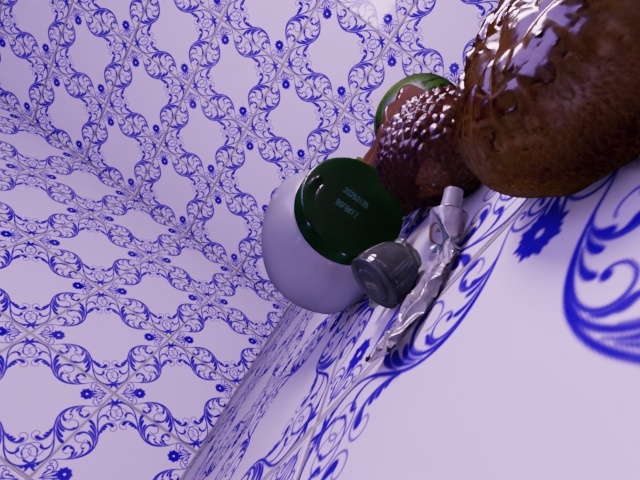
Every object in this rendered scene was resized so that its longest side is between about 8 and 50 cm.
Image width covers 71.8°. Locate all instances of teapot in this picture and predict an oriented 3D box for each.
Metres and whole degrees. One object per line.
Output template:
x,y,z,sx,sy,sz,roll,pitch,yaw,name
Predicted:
0.101,0.045,0.672,0.091,0.092,0.124,-36,0,-22,teapot

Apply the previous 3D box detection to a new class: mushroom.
0.214,-0.150,0.377,0.253,0.153,0.253,-59,9,14,mushroom

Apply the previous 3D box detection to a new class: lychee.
0.178,-0.151,0.698,0.188,0.188,0.188,-54,1,1,lychee

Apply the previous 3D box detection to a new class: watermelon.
0.258,-0.307,1.143,0.242,0.242,0.242,-54,1,1,watermelon

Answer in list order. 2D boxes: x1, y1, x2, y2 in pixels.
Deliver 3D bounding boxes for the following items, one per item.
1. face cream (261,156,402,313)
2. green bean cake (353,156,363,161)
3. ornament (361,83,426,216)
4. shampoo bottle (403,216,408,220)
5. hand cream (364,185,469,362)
0.000,0.000,0.962,0.219,0.312,0.357,-18,-14,-27,face cream
0.112,-0.090,1.152,0.200,0.214,0.113,-54,5,-33,green bean cake
0.197,-0.176,0.957,0.217,0.221,0.235,121,140,-63,ornament
0.196,-0.123,1.098,0.077,0.152,0.045,-11,-9,-2,shampoo bottle
0.131,0.039,0.561,0.257,0.050,0.084,-61,2,-22,hand cream
